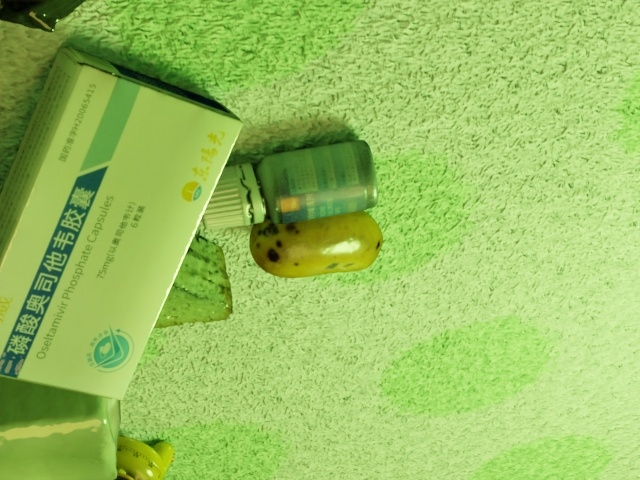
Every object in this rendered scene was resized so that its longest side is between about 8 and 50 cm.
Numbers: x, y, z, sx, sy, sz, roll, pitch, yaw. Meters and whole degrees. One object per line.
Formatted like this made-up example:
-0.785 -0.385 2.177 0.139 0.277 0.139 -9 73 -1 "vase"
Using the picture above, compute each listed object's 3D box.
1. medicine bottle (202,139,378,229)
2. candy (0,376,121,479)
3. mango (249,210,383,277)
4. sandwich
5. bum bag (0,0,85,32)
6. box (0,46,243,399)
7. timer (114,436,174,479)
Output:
-0.039 -0.061 1.530 0.203 0.083 0.083 -8 145 -3 "medicine bottle"
-0.425 0.200 1.666 0.358 0.208 0.145 -5 138 -9 "candy"
0.000 -0.002 1.619 0.178 0.090 0.115 2 152 -25 "mango"
-0.239 0.018 1.560 0.288 0.100 0.254 -3 144 -13 "sandwich"
-0.267 -0.300 1.139 0.142 0.080 0.326 -9 149 7 "bum bag"
-0.239 -0.010 1.407 0.200 0.065 0.343 18 103 -35 "box"
-0.280 0.333 2.009 0.107 0.109 0.107 13 136 13 "timer"
